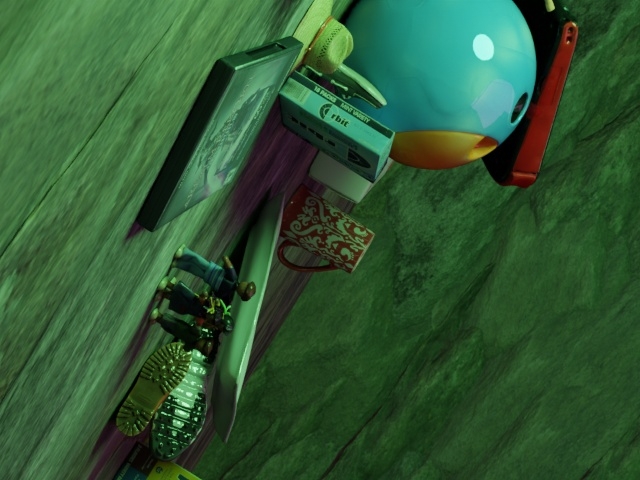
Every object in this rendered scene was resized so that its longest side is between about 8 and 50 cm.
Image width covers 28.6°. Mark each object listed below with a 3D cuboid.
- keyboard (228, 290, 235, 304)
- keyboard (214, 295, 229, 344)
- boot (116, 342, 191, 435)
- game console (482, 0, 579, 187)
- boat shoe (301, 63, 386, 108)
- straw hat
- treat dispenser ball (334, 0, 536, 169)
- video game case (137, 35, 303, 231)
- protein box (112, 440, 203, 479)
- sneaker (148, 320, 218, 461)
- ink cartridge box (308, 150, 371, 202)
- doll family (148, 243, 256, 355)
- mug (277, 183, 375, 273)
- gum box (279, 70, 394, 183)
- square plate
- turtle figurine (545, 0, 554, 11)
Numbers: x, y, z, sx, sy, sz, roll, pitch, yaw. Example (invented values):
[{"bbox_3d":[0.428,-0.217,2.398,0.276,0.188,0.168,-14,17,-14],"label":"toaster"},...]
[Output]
[{"bbox_3d":[-0.205,0.172,2.292,0.256,0.014,0.072,-57,175,-23],"label":"keyboard"},{"bbox_3d":[-0.211,0.165,2.155,0.192,0.038,0.100,-51,148,-53],"label":"keyboard"},{"bbox_3d":[-0.252,0.220,1.875,0.158,0.059,0.084,-53,-178,-12],"label":"boot"},{"bbox_3d":[0.285,-0.310,1.964,0.342,0.060,0.386,103,-24,-43],"label":"game console"},{"bbox_3d":[0.031,-0.209,1.654,0.038,0.125,0.046,-51,-165,13],"label":"boat shoe"},{"bbox_3d":[0.007,-0.243,1.562,0.144,0.061,0.144,-58,175,-8],"label":"straw hat"},{"bbox_3d":[0.161,-0.245,1.786,0.288,0.288,0.288,-58,176,-7],"label":"treat dispenser ball"},{"bbox_3d":[-0.104,-0.124,1.378,0.196,0.026,0.274,-61,176,19],"label":"video game case"},{"bbox_3d":[-0.281,0.486,2.326,0.136,0.201,0.200,-58,176,-12],"label":"protein box"},{"bbox_3d":[-0.223,0.244,1.964,0.106,0.078,0.234,-41,-150,53],"label":"sneaker"},{"bbox_3d":[0.102,-0.213,2.440,0.207,0.117,0.283,-61,175,23],"label":"ink cartridge box"},{"bbox_3d":[-0.152,0.082,1.637,0.076,0.111,0.193,-56,175,-29],"label":"doll family"},{"bbox_3d":[0.005,-0.007,2.403,0.113,0.169,0.150,-56,174,-44],"label":"mug"},{"bbox_3d":[0.021,-0.151,1.708,0.041,0.157,0.184,-57,176,-7],"label":"gum box"},{"bbox_3d":[-0.128,0.132,2.108,0.347,0.049,0.344,108,-5,-64],"label":"square plate"},{"bbox_3d":[0.215,-0.428,1.762,0.087,0.269,0.217,-44,-158,23],"label":"turtle figurine"}]
